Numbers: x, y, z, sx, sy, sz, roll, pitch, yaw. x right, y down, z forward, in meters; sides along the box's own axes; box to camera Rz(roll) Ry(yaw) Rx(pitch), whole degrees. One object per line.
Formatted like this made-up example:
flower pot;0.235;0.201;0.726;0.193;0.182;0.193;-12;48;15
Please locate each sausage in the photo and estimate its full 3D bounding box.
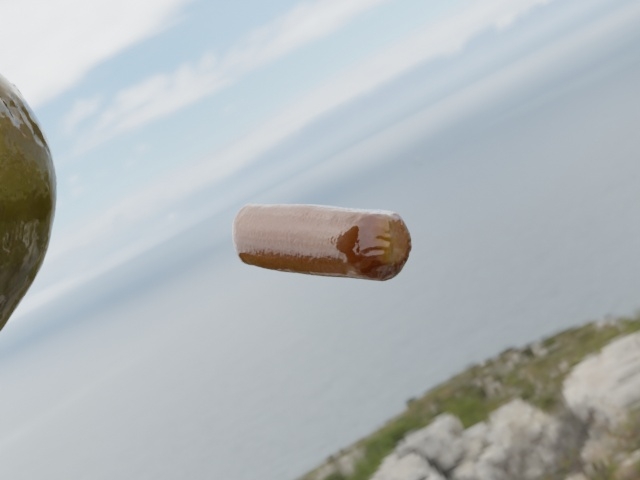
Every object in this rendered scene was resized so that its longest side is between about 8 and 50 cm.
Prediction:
sausage;0.000;0.000;0.721;0.041;0.039;0.131;6;1;-37

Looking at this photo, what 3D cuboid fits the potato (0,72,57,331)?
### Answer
potato;-0.204;0.030;0.627;0.243;0.098;0.138;-55;-12;-8
